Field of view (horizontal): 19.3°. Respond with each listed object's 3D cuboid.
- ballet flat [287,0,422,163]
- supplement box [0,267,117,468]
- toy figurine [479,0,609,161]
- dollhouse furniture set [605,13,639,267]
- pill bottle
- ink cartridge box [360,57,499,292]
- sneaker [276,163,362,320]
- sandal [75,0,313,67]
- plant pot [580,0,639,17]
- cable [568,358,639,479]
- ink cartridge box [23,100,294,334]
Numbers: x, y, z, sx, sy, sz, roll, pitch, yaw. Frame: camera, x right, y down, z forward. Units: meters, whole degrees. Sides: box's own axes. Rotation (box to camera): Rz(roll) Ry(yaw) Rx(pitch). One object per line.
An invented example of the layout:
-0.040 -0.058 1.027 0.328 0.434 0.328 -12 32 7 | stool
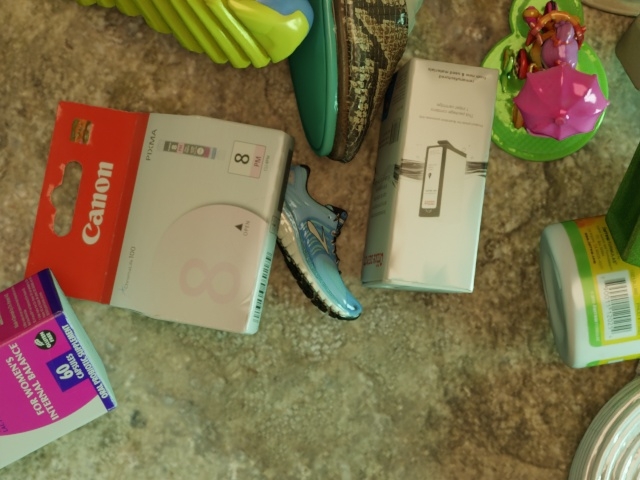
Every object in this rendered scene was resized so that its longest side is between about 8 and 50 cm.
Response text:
0.014 -0.321 1.733 0.182 0.164 0.483 -17 86 -17 | ballet flat
-0.310 0.137 1.685 0.220 0.114 0.111 -28 115 -4 | supplement box
0.217 -0.155 1.720 0.130 0.159 0.173 4 95 -4 | toy figurine
0.366 -0.076 1.705 0.197 0.301 0.151 16 111 -7 | dollhouse furniture set
0.335 0.033 1.737 0.245 0.136 0.136 -9 88 -1 | pill bottle
0.098 -0.054 1.722 0.085 0.148 0.203 7 87 -7 | ink cartridge box
0.000 0.000 1.756 0.073 0.063 0.162 -29 90 -8 | sneaker
-0.135 -0.261 1.691 0.317 0.126 0.138 27 70 24 | sandal
0.330 -0.388 1.677 0.333 0.305 0.334 0 87 -5 | plant pot
0.361 0.241 1.759 0.257 0.089 0.257 37 85 -2 | cable
-0.153 -0.025 1.721 0.232 0.066 0.189 11 86 7 | ink cartridge box
